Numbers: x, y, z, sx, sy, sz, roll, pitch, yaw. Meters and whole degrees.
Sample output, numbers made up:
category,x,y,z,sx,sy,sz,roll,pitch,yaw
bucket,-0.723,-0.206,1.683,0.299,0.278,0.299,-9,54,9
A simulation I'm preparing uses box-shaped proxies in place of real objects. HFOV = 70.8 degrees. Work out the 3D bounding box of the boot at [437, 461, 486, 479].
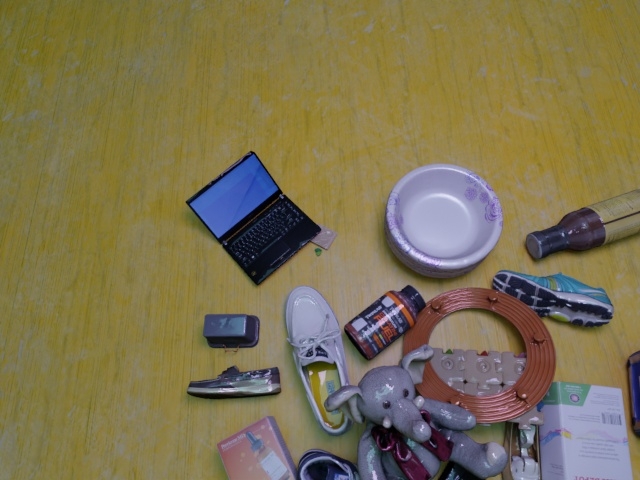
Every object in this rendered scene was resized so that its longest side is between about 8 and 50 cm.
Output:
category,x,y,z,sx,sy,sz,roll,pitch,yaw
boot,0.310,0.609,0.929,0.207,0.094,0.246,35,74,17

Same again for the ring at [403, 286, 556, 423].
category,x,y,z,sx,sy,sz,roll,pitch,yaw
ring,0.359,0.247,1.041,0.336,0.032,0.337,-10,50,12

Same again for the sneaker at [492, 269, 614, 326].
category,x,y,z,sx,sy,sz,roll,pitch,yaw
sneaker,0.567,0.130,1.112,0.275,0.107,0.110,16,43,14

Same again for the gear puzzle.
category,x,y,z,sx,sy,sz,roll,pitch,yaw
gear puzzle,0.324,0.335,1.033,0.338,0.044,0.176,-1,52,19

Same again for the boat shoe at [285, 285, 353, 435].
category,x,y,z,sx,sy,sz,roll,pitch,yaw
boat shoe,-0.009,0.267,1.054,0.135,0.156,0.367,-13,69,-1

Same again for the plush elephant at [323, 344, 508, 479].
category,x,y,z,sx,sy,sz,roll,pitch,yaw
plush elephant,0.163,0.358,0.881,0.271,0.256,0.330,-32,35,-13

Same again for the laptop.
category,x,y,z,sx,sy,sz,roll,pitch,yaw
laptop,-0.175,-0.064,1.206,0.234,0.137,0.264,-41,64,-11

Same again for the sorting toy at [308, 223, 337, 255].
category,x,y,z,sx,sy,sz,roll,pitch,yaw
sorting toy,0.000,0.000,1.236,0.062,0.012,0.083,29,70,9

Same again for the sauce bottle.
category,x,y,z,sx,sy,sz,roll,pitch,yaw
sauce bottle,0.699,-0.040,1.147,0.344,0.111,0.112,-16,68,-3

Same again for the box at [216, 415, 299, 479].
category,x,y,z,sx,sy,sz,roll,pitch,yaw
box,-0.134,0.504,1.007,0.130,0.091,0.171,-27,69,-6

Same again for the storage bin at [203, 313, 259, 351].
category,x,y,z,sx,sy,sz,roll,pitch,yaw
storage bin,-0.229,0.226,1.123,0.135,0.091,0.098,-1,69,5

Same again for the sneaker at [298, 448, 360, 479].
category,x,y,z,sx,sy,sz,roll,pitch,yaw
sneaker,0.083,0.517,0.952,0.282,0.153,0.099,11,70,8

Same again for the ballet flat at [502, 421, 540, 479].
category,x,y,z,sx,sy,sz,roll,pitch,yaw
ballet flat,0.443,0.461,0.990,0.080,0.073,0.233,4,69,4

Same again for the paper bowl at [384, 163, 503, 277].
category,x,y,z,sx,sy,sz,roll,pitch,yaw
paper bowl,0.306,-0.042,1.157,0.284,0.148,0.285,-2,68,4

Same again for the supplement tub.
category,x,y,z,sx,sy,sz,roll,pitch,yaw
supplement tub,0.161,0.193,1.099,0.197,0.106,0.106,-37,71,-10

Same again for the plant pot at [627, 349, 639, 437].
category,x,y,z,sx,sy,sz,roll,pitch,yaw
plant pot,0.793,0.329,0.937,0.212,0.236,0.236,5,68,14

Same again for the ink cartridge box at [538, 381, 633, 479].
category,x,y,z,sx,sy,sz,roll,pitch,yaw
ink cartridge box,0.564,0.423,0.970,0.154,0.093,0.213,8,68,-7

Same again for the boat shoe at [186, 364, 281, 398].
category,x,y,z,sx,sy,sz,roll,pitch,yaw
boat shoe,-0.206,0.340,1.088,0.223,0.080,0.074,-1,63,-2
